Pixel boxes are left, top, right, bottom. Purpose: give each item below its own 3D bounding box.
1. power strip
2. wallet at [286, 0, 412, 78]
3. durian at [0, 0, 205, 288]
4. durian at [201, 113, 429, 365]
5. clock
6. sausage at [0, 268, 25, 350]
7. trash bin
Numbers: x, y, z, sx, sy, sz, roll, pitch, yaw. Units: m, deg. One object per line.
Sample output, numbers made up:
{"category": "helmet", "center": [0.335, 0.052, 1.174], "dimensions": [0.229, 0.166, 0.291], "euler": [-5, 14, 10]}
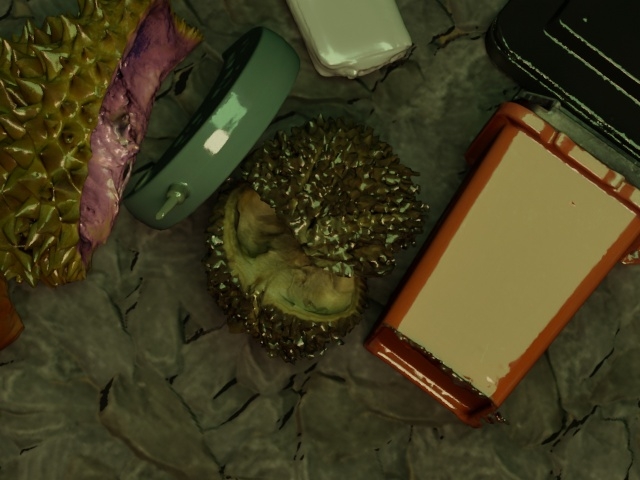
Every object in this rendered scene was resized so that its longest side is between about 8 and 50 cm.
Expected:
{"category": "power strip", "center": [-0.083, -0.088, 1.249], "dimensions": [0.044, 0.137, 0.216], "euler": [40, 57, -15]}
{"category": "wallet", "center": [0.009, -0.229, 1.384], "dimensions": [0.095, 0.033, 0.190], "euler": [-16, 75, -15]}
{"category": "durian", "center": [-0.217, -0.097, 1.252], "dimensions": [0.186, 0.154, 0.260], "euler": [-1, 61, 13]}
{"category": "durian", "center": [0.000, 0.000, 1.233], "dimensions": [0.196, 0.196, 0.167], "euler": [-26, 77, -19]}
{"category": "clock", "center": [0.325, -0.194, 1.433], "dimensions": [0.273, 0.049, 0.279], "euler": [37, 67, 3]}
{"category": "sausage", "center": [-0.370, 0.073, 1.164], "dimensions": [0.300, 0.089, 0.083], "euler": [-10, 60, -15]}
{"category": "trash bin", "center": [0.161, 0.027, 1.269], "dimensions": [0.184, 0.161, 0.238], "euler": [35, 75, 1]}
